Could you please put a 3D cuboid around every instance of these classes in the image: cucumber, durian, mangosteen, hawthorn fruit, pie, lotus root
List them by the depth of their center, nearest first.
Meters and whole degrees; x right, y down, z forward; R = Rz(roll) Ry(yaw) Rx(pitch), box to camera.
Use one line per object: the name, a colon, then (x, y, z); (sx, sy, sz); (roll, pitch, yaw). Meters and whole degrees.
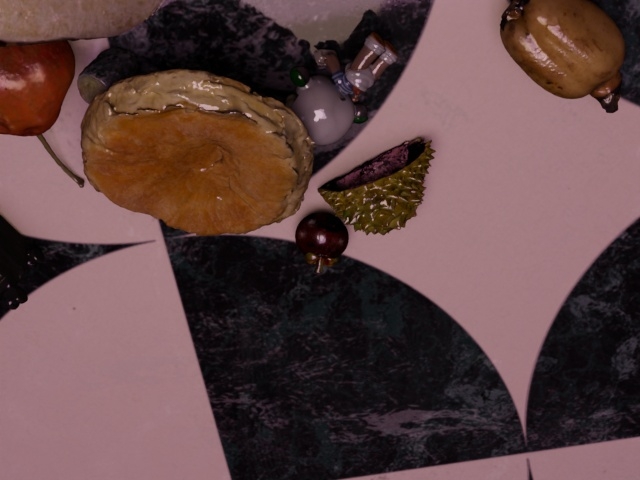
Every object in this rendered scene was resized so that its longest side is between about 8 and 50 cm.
lotus root: (0.335, -0.258, 1.541); (0.221, 0.118, 0.125); (34, 145, -18)
pie: (-0.166, -0.112, 1.560); (0.340, 0.083, 0.339); (5, 151, 3)
cucumber: (-0.289, -0.222, 1.568); (0.064, 0.112, 0.064); (4, 118, 7)
hawthorn fruit: (-0.404, -0.183, 1.598); (0.165, 0.165, 0.285); (-5, 141, 3)
durian: (0.097, -0.057, 1.644); (0.187, 0.119, 0.108); (-25, 110, 11)
mangosteen: (0.001, -0.003, 1.692); (0.081, 0.081, 0.081); (0, 117, 0)

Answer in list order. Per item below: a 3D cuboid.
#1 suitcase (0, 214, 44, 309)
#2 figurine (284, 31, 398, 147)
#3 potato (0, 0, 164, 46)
suitcase: (-0.603, -0.002, 1.659); (0.230, 0.152, 0.335); (-35, 111, 16)
figurine: (0.021, -0.207, 1.587); (0.147, 0.093, 0.197); (28, 108, -37)
potato: (-0.428, -0.395, 1.442); (0.296, 0.397, 0.289); (16, 120, 44)
